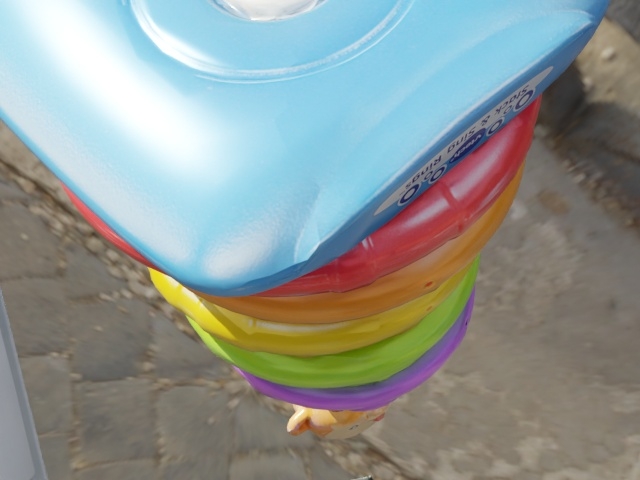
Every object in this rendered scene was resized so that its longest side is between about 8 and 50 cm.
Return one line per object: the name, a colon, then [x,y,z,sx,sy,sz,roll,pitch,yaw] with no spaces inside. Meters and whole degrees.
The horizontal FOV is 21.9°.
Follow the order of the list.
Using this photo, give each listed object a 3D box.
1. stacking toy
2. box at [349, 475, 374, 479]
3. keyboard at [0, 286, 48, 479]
stacking toy: [0.000,0.000,0.614,0.175,0.302,0.165,-39,61,-19]
box: [-0.007,0.110,0.403,0.052,0.083,0.062,-15,120,30]
keyboard: [-0.086,-0.007,0.291,0.014,0.072,0.256,5,116,31]
